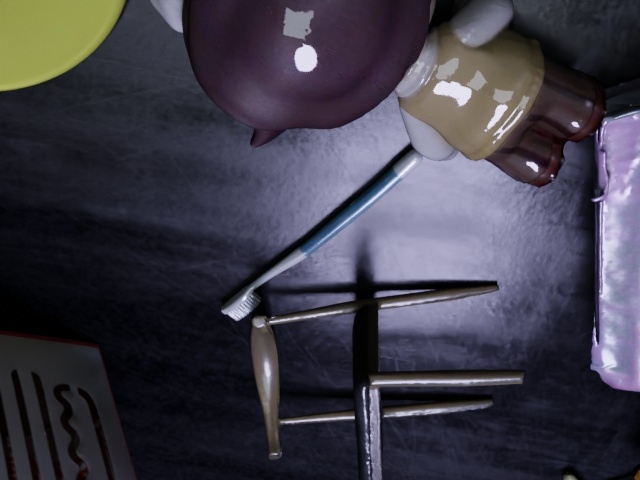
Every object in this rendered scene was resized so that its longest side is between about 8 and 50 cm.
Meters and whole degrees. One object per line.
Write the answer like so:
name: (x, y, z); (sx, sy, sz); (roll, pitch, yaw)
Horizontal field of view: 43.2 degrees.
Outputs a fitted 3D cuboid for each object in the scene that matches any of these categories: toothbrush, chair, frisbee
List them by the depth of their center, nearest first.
frisbee: (-0.266, -0.213, 0.650); (0.235, 0.017, 0.236); (-19, 146, -14)
toothbrush: (0.000, 0.000, 0.824); (0.275, 0.019, 0.025); (-39, 115, 21)
chair: (0.056, 0.162, 0.824); (0.272, 0.166, 0.188); (-3, 118, 4)

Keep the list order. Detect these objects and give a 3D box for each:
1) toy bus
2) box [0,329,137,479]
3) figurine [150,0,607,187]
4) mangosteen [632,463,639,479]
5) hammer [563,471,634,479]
toy bus: (0.323, -0.004, 0.763); (0.137, 0.112, 0.317); (-2, 118, 16)
box: (-0.381, 0.283, 0.780); (0.300, 0.314, 0.312); (18, 123, -44)
figurine: (0.059, -0.176, 0.668); (0.364, 0.206, 0.218); (10, 145, -30)
mangosteen: (0.524, 0.261, 0.753); (0.435, 0.382, 0.382); (-18, 117, 26)
hammer: (0.385, 0.270, 0.953); (0.195, 0.028, 0.060); (-22, 109, 10)
